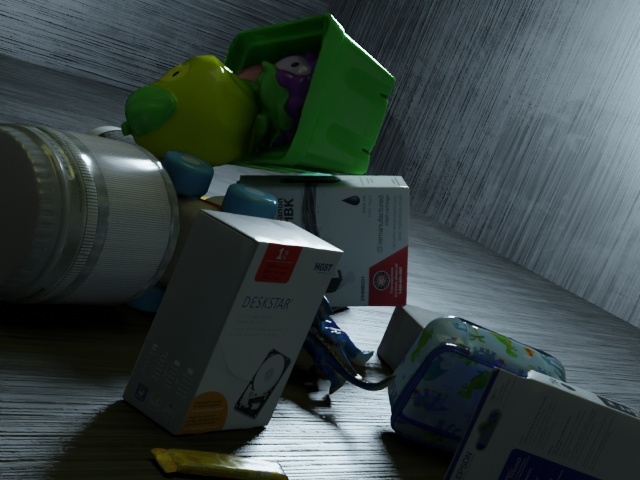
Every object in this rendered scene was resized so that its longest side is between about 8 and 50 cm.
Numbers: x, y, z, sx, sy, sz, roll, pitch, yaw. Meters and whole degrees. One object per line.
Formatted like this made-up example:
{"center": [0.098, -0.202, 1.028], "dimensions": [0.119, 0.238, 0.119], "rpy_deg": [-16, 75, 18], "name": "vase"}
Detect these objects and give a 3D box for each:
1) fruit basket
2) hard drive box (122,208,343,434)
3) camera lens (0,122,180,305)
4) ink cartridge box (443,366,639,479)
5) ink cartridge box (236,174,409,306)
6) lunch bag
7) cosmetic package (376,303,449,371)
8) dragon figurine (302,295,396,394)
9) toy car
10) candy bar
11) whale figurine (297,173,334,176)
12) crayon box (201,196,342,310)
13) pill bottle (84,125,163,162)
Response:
{"center": [-0.124, -0.228, 1.953], "dimensions": [0.392, 0.283, 0.392], "rpy_deg": [18, -6, 2], "name": "fruit basket"}
{"center": [-0.096, 0.092, 1.372], "dimensions": [0.089, 0.232, 0.181], "rpy_deg": [28, 12, 30], "name": "hard drive box"}
{"center": [-0.327, -0.029, 1.530], "dimensions": [0.219, 0.219, 0.274], "rpy_deg": [28, 11, 29], "name": "camera lens"}
{"center": [0.328, 0.276, 1.552], "dimensions": [0.332, 0.165, 0.065], "rpy_deg": [22, 10, -12], "name": "ink cartridge box"}
{"center": [0.000, 0.000, 1.956], "dimensions": [0.273, 0.197, 0.114], "rpy_deg": [0, 12, -2], "name": "ink cartridge box"}
{"center": [0.209, 0.210, 1.624], "dimensions": [0.219, 0.176, 0.090], "rpy_deg": [23, 31, -15], "name": "lunch bag"}
{"center": [0.193, 0.190, 1.903], "dimensions": [0.127, 0.107, 0.238], "rpy_deg": [18, 14, -20], "name": "cosmetic package"}
{"center": [-0.007, 0.126, 1.666], "dimensions": [0.144, 0.085, 0.289], "rpy_deg": [49, -2, -24], "name": "dragon figurine"}
{"center": [-0.136, 0.004, 1.739], "dimensions": [0.210, 0.219, 0.238], "rpy_deg": [26, 15, 20], "name": "toy car"}
{"center": [-0.097, 0.232, 1.250], "dimensions": [0.161, 0.018, 0.040], "rpy_deg": [16, 15, -37], "name": "candy bar"}
{"center": [0.001, -0.055, 2.160], "dimensions": [0.216, 0.141, 0.272], "rpy_deg": [23, 10, -1], "name": "whale figurine"}
{"center": [-0.098, 0.024, 2.174], "dimensions": [0.323, 0.083, 0.203], "rpy_deg": [26, 10, 15], "name": "crayon box"}
{"center": [-0.328, -0.094, 2.046], "dimensions": [0.162, 0.162, 0.278], "rpy_deg": [18, 12, -27], "name": "pill bottle"}
